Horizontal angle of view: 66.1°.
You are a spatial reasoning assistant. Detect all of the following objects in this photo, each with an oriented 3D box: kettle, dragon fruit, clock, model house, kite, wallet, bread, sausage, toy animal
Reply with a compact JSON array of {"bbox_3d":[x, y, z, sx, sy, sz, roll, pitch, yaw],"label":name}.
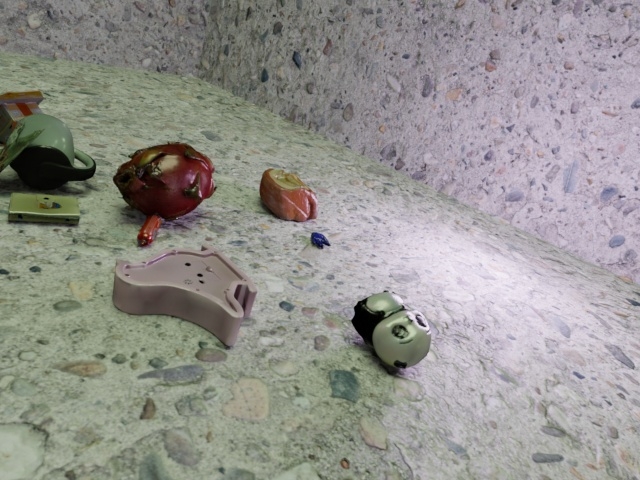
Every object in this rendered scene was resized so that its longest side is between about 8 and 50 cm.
[{"bbox_3d":[-0.769,-0.244,1.423,0.221,0.161,0.236,13,22,-35],"label":"kettle"},{"bbox_3d":[-0.438,-0.173,1.423,0.251,0.250,0.315,19,5,2],"label":"dragon fruit"},{"bbox_3d":[-0.278,0.120,1.063,0.290,0.080,0.275,33,28,34],"label":"clock"},{"bbox_3d":[-0.974,-0.368,1.589,0.135,0.207,0.219,56,24,-5],"label":"model house"},{"bbox_3d":[-0.854,-0.224,1.309,0.323,0.013,0.267,-10,52,28],"label":"kite"},{"bbox_3d":[-0.700,-0.078,1.249,0.155,0.039,0.110,3,30,-30],"label":"wallet"},{"bbox_3d":[-0.130,-0.171,1.775,0.190,0.122,0.244,-1,28,-35],"label":"bread"},{"bbox_3d":[-0.453,-0.025,1.299,0.048,0.050,0.145,55,10,-24],"label":"sausage"},{"bbox_3d":[0.178,0.204,1.134,0.166,0.138,0.179,-16,32,-27],"label":"toy animal"}]

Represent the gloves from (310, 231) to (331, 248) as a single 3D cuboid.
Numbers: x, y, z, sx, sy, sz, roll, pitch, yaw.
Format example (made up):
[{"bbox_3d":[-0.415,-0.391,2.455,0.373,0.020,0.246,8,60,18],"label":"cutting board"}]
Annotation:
[{"bbox_3d":[0.000,0.000,1.604,0.064,0.026,0.086,12,23,-19],"label":"gloves"}]
